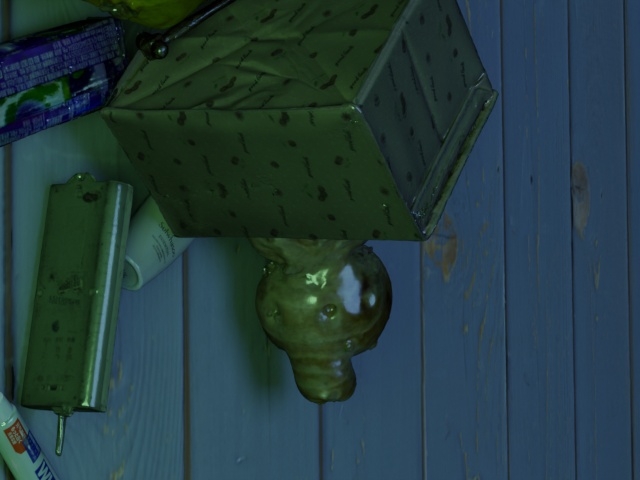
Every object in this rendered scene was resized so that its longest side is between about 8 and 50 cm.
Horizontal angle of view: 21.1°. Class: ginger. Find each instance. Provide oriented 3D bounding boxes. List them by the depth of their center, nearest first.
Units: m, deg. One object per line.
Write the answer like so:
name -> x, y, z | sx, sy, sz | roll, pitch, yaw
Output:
ginger -> 0.000, 0.000, 1.924 | 0.256, 0.176, 0.375 | -52, 135, -73

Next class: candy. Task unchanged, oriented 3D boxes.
candy -> -0.285, -0.135, 1.561 | 0.312, 0.061, 0.088 | -29, 115, -55

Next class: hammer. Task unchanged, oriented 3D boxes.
hammer -> -0.099, -0.227, 1.647 | 0.178, 0.065, 0.021 | -36, 116, -14

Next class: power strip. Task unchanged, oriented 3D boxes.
power strip -> -0.230, 0.069, 1.612 | 0.034, 0.092, 0.268 | 22, 69, -54

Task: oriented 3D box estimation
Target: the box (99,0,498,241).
box -> -0.019, -0.135, 1.668 | 0.190, 0.297, 0.225 | 61, 43, -38

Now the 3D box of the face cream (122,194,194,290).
face cream -> -0.159, -0.018, 1.774 | 0.182, 0.051, 0.072 | -53, 131, -47

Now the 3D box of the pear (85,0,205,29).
pear -> -0.163, -0.353, 1.600 | 0.269, 0.269, 0.321 | 47, 45, -48

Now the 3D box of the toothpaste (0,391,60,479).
toothpaste -> -0.266, 0.223, 1.612 | 0.052, 0.033, 0.218 | -57, 139, -37
